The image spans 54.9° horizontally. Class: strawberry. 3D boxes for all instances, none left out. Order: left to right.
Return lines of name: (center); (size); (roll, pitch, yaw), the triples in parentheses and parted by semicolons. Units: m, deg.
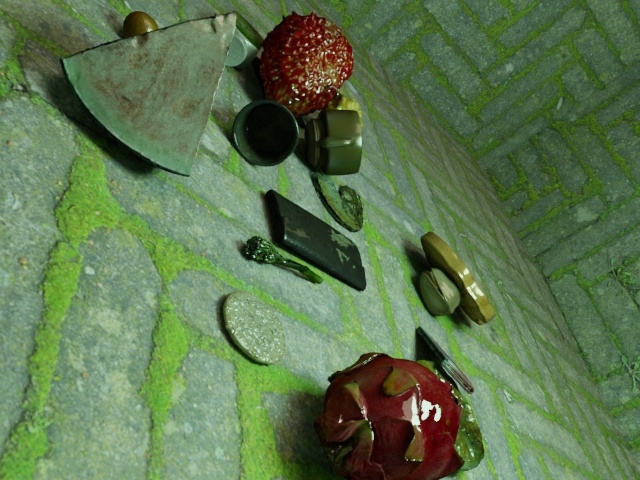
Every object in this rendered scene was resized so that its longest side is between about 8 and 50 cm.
strawberry: (-0.034, -0.488, 1.784); (0.292, 0.292, 0.343); (35, 36, -35)

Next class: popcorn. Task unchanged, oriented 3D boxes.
popcorn: (0.061, -0.385, 1.953); (0.170, 0.180, 0.180); (32, 27, -6)

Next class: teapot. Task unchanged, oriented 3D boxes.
teapot: (0.020, -0.273, 1.726); (0.267, 0.175, 0.185); (-134, -140, -79)

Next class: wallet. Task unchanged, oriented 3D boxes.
wallet: (0.000, 0.000, 1.476); (0.321, 0.044, 0.170); (31, 30, -41)
wallet: (0.314, 0.299, 1.561); (0.119, 0.025, 0.232); (46, 4, -12)

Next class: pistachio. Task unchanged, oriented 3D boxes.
pistachio: (0.348, 0.152, 1.819); (0.149, 0.113, 0.113); (58, 25, 14)

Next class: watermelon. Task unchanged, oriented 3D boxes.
watermelon: (-0.267, -0.270, 1.145); (0.283, 0.293, 0.250); (-75, 154, -61)

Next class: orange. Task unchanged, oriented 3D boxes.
orange: (-0.396, -0.463, 1.361); (0.085, 0.085, 0.085); (41, 27, -26)

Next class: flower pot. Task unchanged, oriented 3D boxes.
flower pot: (-0.128, -0.266, 1.493); (0.157, 0.157, 0.107); (47, 14, -13)

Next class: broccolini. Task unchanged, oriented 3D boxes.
broccolini: (-0.071, 0.046, 1.295); (0.054, 0.051, 0.239); (14, -9, 43)

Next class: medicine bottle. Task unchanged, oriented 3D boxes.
medicine bottle: (-0.241, -0.565, 1.755); (0.132, 0.088, 0.188); (43, 25, -21)

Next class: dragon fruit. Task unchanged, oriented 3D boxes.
dragon fruit: (0.126, 0.315, 1.063); (0.315, 0.250, 0.250); (38, 27, -45)

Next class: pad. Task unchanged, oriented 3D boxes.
pad: (-0.135, -0.466, 1.915); (0.181, 0.004, 0.267); (22, 39, -49)

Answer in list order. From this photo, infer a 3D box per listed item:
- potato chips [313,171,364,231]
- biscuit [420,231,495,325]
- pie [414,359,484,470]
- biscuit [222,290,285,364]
potato chips: (0.062, -0.111, 1.765); (0.202, 0.029, 0.220); (57, 27, 9)
biscuit: (0.425, 0.128, 1.926); (0.351, 0.057, 0.312); (55, 0, -5)
pie: (0.266, 0.387, 1.387); (0.277, 0.078, 0.277); (41, 25, -23)
biscuit: (-0.116, 0.153, 1.091); (0.152, 0.020, 0.152); (42, 26, -26)
